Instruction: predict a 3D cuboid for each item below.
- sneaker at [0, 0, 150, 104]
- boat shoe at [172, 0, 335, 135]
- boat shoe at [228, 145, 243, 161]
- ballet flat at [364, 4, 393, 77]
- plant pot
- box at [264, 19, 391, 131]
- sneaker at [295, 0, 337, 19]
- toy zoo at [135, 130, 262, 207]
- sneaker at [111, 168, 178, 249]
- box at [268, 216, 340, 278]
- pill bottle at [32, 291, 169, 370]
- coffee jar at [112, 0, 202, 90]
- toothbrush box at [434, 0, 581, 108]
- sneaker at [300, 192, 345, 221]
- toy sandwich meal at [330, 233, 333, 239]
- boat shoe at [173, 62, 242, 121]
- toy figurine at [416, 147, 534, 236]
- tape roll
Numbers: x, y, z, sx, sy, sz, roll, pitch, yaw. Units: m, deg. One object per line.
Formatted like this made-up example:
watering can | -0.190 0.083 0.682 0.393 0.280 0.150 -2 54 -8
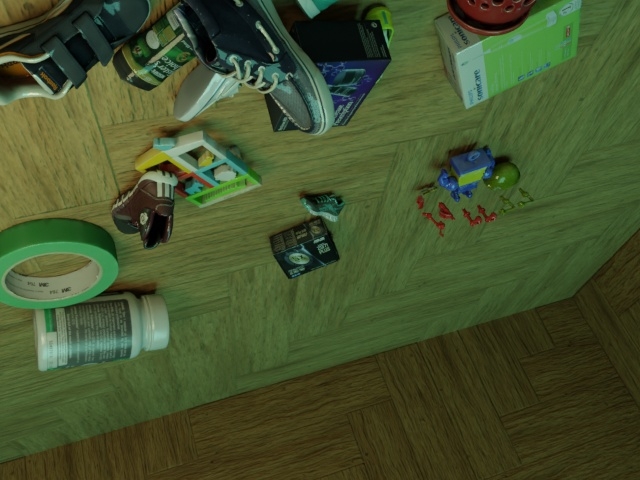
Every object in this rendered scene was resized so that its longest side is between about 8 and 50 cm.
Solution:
sneaker | -0.427 -0.325 1.016 0.321 0.127 0.126 -25 150 3
boat shoe | -0.117 -0.305 1.053 0.127 0.340 0.158 -11 -151 53
boat shoe | -0.206 -0.190 1.480 0.035 0.035 0.100 -15 150 -11
ballet flat | 0.112 -0.394 1.299 0.077 0.077 0.231 -13 150 -16
plant pot | 0.343 -0.506 1.151 0.191 0.191 0.174 -18 156 -6
box | 0.005 -0.335 1.245 0.184 0.103 0.261 -7 164 -20
sneaker | 0.014 -0.475 0.989 0.178 0.124 0.295 -33 -179 11
toy zoo | -0.295 -0.170 1.418 0.192 0.030 0.293 -18 154 22
sneaker | -0.426 -0.038 1.429 0.106 0.162 0.281 8 151 -33
box | -0.048 0.026 1.872 0.180 0.077 0.147 -21 140 5
pill bottle | -0.647 0.260 1.776 0.361 0.204 0.204 -4 147 -28
coffee jar | -0.286 -0.351 1.098 0.184 0.079 0.096 -30 172 17
toothbrush box | 0.423 -0.457 1.354 0.283 0.122 0.206 -27 151 8
sneaker | 0.009 -0.111 1.747 0.166 0.065 0.076 14 119 -51
toy sandwich meal | 0.000 0.000 1.943 0.085 0.029 0.085 -16 151 -9
boat shoe | -0.195 -0.323 1.200 0.258 0.095 0.084 -37 143 29
toy figurine | 0.478 -0.187 1.794 0.362 0.191 0.217 -18 146 -9
tape roll | -0.694 0.067 1.552 0.321 0.077 0.321 -17 151 -10
